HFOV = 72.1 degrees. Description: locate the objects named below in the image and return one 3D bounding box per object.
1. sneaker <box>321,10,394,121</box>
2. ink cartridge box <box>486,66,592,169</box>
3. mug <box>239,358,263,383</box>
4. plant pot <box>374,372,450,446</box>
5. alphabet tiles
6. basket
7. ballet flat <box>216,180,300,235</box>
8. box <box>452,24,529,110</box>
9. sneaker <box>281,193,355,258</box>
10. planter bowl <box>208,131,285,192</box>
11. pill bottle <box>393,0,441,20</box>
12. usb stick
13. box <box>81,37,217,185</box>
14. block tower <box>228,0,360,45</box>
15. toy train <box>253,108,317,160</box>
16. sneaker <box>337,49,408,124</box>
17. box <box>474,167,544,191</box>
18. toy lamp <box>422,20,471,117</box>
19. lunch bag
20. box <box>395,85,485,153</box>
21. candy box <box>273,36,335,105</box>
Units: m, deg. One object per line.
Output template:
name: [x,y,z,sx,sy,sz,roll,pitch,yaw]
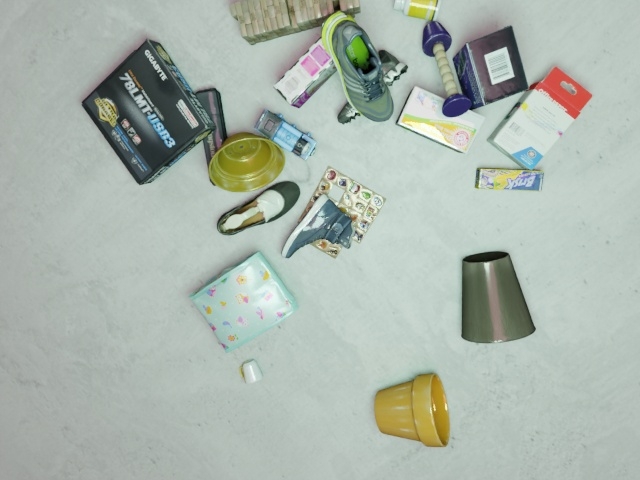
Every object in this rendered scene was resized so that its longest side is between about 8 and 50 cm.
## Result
sneaker: [0.105,-0.398,1.070,0.111,0.121,0.300,-37,133,7]
ink cartridge box: [0.577,-0.321,1.169,0.134,0.078,0.231,37,104,-3]
mug: [-0.233,0.428,1.441,0.078,0.062,0.064,-17,92,3]
plant pot: [0.273,0.518,1.340,0.188,0.205,0.205,-14,101,25]
alphabet tiles: [0.053,-0.071,1.323,0.198,0.009,0.237,30,104,-1]
basket: [0.485,0.155,1.252,0.204,0.154,0.227,-11,97,11]
ballet flat: [-0.186,-0.084,1.303,0.280,0.096,0.095,-29,97,12]
box: [0.418,-0.420,1.101,0.108,0.207,0.153,-19,98,11]
sneaker: [0.000,0.000,1.295,0.163,0.086,0.226,39,103,0]
planter bowl: [-0.216,-0.240,1.253,0.217,0.217,0.090,-28,59,12]
pill bottle: [0.253,-0.618,1.150,0.116,0.065,0.065,12,103,4]
usb stick: [-0.311,-0.302,1.296,0.077,0.045,0.278,-6,102,7]
box: [-0.497,-0.362,1.272,0.293,0.073,0.295,-32,94,20]
block tower: [-0.064,-0.614,1.176,0.335,0.091,0.097,-9,100,9]
toy train: [-0.096,-0.296,1.241,0.184,0.105,0.080,34,104,-1]
sneaker: [0.120,-0.424,1.205,0.234,0.078,0.106,-42,92,9]
box: [0.522,-0.169,1.222,0.169,0.054,0.059,3,103,5]
toy lamp: [0.312,-0.441,1.116,0.080,0.080,0.274,-10,67,9]
lunch bag: [-0.221,0.175,1.334,0.262,0.160,0.223,-31,96,18]
box: [0.318,-0.320,1.183,0.203,0.114,0.103,24,104,0]
candy box: [-0.008,-0.460,1.168,0.233,0.159,0.071,-42,96,14]
